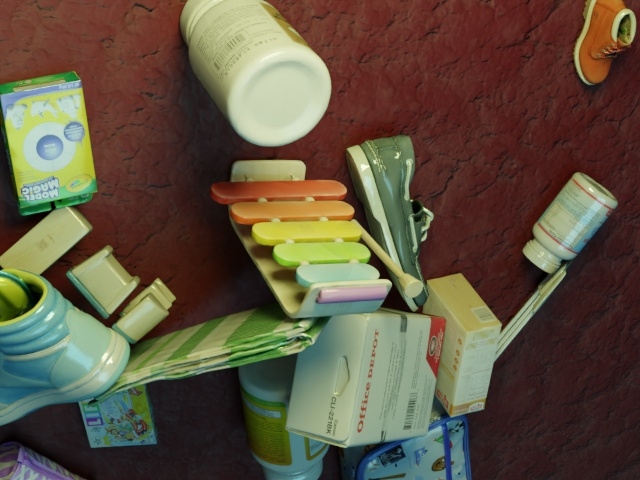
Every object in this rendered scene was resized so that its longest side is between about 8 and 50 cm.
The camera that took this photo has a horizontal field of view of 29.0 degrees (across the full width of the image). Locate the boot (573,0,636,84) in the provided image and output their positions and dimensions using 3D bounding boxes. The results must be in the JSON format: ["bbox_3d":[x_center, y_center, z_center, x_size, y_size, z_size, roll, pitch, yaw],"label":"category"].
[{"bbox_3d":[0.426,-0.290,1.841,0.059,0.084,0.157,-16,132,-19],"label":"boot"}]

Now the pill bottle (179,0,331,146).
[{"bbox_3d":[-0.088,-0.223,1.512,0.131,0.229,0.131,-15,129,-19],"label":"pill bottle"}]

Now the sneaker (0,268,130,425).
[{"bbox_3d":[-0.428,0.132,1.635,0.319,0.127,0.208,-20,128,29],"label":"sneaker"}]

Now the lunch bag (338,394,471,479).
[{"bbox_3d":[0.161,0.405,2.208,0.243,0.115,0.303,-21,132,-16],"label":"lunch bag"}]

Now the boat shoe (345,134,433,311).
[{"bbox_3d":[0.128,-0.023,1.862,0.099,0.116,0.319,-25,127,-5],"label":"boat shoe"}]

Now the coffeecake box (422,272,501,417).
[{"bbox_3d":[0.223,0.173,2.041,0.068,0.142,0.185,-10,129,-21],"label":"coffeecake box"}]

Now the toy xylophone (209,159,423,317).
[{"bbox_3d":[0.000,0.000,1.677,0.236,0.322,0.081,-8,128,-33],"label":"toy xylophone"}]

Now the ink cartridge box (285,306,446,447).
[{"bbox_3d":[0.074,0.201,1.889,0.273,0.114,0.196,9,90,-60],"label":"ink cartridge box"}]

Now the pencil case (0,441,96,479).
[{"bbox_3d":[-0.415,0.377,1.887,0.088,0.086,0.206,-17,143,31],"label":"pencil case"}]

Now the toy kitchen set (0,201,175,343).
[{"bbox_3d":[-0.318,0.055,1.717,0.122,0.166,0.207,-40,96,3],"label":"toy kitchen set"}]

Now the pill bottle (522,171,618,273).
[{"bbox_3d":[0.405,-0.026,2.027,0.087,0.087,0.160,22,112,-38],"label":"pill bottle"}]

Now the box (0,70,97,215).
[{"bbox_3d":[-0.345,-0.116,1.566,0.105,0.043,0.179,-14,122,-19],"label":"box"}]

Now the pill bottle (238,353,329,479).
[{"bbox_3d":[-0.053,0.283,1.979,0.136,0.136,0.245,-18,130,-16],"label":"pill bottle"}]

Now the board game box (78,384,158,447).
[{"bbox_3d":[-0.308,0.249,1.866,0.104,0.026,0.154,-4,129,2],"label":"board game box"}]

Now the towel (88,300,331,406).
[{"bbox_3d":[-0.139,0.142,1.704,0.325,0.248,0.038,-17,98,14],"label":"towel"}]

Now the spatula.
[{"bbox_3d":[0.348,0.128,2.096,0.019,0.168,0.242,36,109,2],"label":"spatula"}]
